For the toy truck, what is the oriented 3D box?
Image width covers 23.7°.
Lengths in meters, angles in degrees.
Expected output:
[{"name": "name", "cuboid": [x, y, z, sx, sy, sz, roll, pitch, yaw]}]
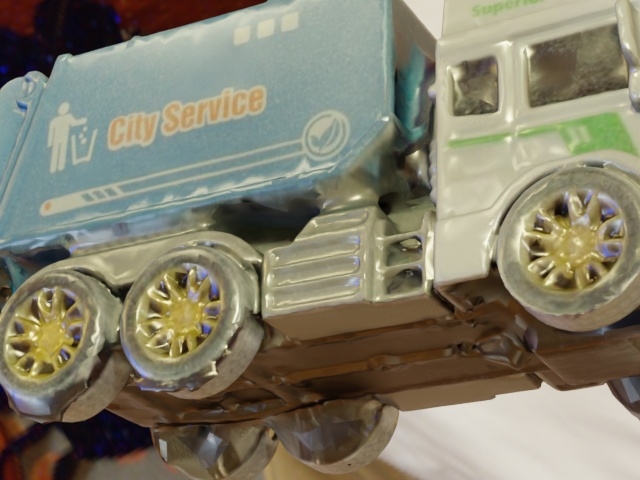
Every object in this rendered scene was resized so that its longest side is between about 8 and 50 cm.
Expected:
[{"name": "toy truck", "cuboid": [0.000, 0.000, 0.636, 0.367, 0.146, 0.175, -10, 64, 26]}]
